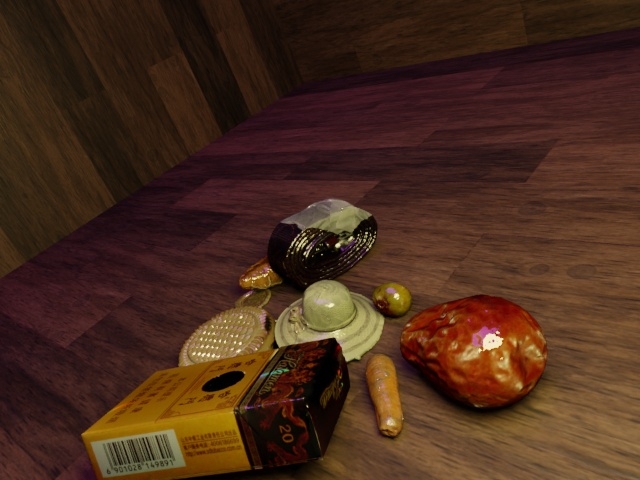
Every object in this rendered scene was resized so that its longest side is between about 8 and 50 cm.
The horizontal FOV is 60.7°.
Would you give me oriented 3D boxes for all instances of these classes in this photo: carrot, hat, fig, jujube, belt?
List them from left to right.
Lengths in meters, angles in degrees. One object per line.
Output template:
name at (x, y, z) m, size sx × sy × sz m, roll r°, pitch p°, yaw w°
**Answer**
belt at (0.000, 0.000, 1.440) m, size 0.289 × 0.184 × 0.164 m, roll -29°, pitch 22°, yaw -23°
hat at (0.014, 0.147, 1.186) m, size 0.252 × 0.109 × 0.252 m, roll -6°, pitch 31°, yaw 4°
carrot at (0.116, 0.275, 0.987) m, size 0.060 × 0.060 × 0.186 m, roll -19°, pitch 28°, yaw 7°
fig at (0.168, 0.126, 1.206) m, size 0.098 × 0.082 × 0.084 m, roll -23°, pitch -13°, yaw -36°
jujube at (0.250, 0.182, 0.933) m, size 0.190 × 0.189 × 0.255 m, roll -41°, pitch 25°, yaw -32°

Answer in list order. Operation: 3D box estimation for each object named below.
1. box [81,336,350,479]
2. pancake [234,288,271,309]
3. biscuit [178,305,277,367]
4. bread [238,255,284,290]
box at (-0.169, 0.305, 0.994) m, size 0.416 × 0.115 × 0.264 m, roll -14°, pitch 7°, yaw 15°
pancake at (-0.183, 0.161, 1.469) m, size 0.115 × 0.011 × 0.115 m, roll -19°, pitch 25°, yaw 9°
biscuit at (-0.216, 0.246, 1.265) m, size 0.260 × 0.079 × 0.259 m, roll -18°, pitch 27°, yaw 9°
bread at (-0.128, 0.078, 1.501) m, size 0.105 × 0.075 × 0.233 m, roll -8°, pitch 25°, yaw 44°
